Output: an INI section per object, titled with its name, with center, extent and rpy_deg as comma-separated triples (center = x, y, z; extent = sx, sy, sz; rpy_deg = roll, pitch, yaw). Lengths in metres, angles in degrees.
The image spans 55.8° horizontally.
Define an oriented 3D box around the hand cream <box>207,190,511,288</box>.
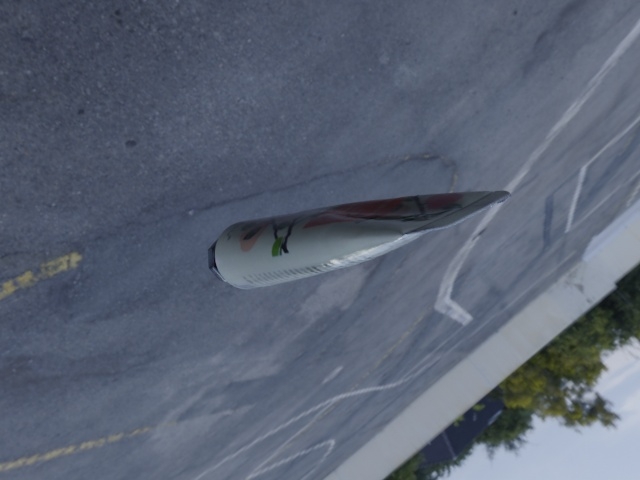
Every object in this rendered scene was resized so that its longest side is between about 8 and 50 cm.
[hand cream]
center = 0.000, 0.000, 0.377
extent = 0.080, 0.050, 0.234
rpy_deg = -24, -172, -39
